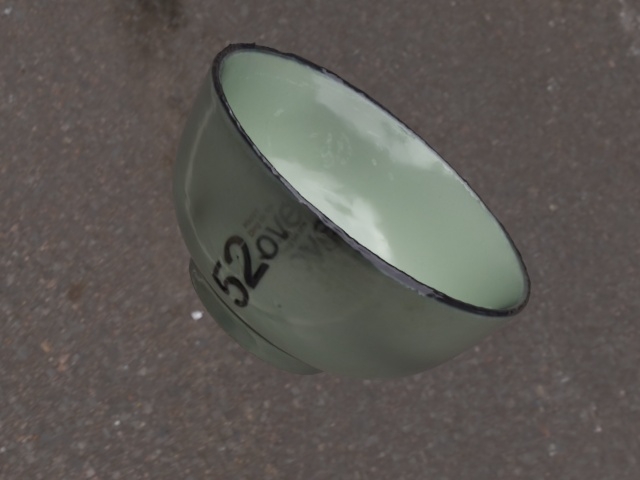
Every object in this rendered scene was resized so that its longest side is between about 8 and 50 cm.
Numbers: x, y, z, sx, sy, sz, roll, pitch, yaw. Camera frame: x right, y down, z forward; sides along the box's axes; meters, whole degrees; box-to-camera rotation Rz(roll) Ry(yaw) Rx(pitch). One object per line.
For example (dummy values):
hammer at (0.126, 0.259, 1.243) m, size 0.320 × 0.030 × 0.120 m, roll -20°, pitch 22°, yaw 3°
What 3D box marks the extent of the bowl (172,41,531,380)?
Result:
bowl at (0.000, 0.000, 1.006) m, size 0.354 × 0.185 × 0.354 m, roll 33°, pitch 24°, yaw -17°
